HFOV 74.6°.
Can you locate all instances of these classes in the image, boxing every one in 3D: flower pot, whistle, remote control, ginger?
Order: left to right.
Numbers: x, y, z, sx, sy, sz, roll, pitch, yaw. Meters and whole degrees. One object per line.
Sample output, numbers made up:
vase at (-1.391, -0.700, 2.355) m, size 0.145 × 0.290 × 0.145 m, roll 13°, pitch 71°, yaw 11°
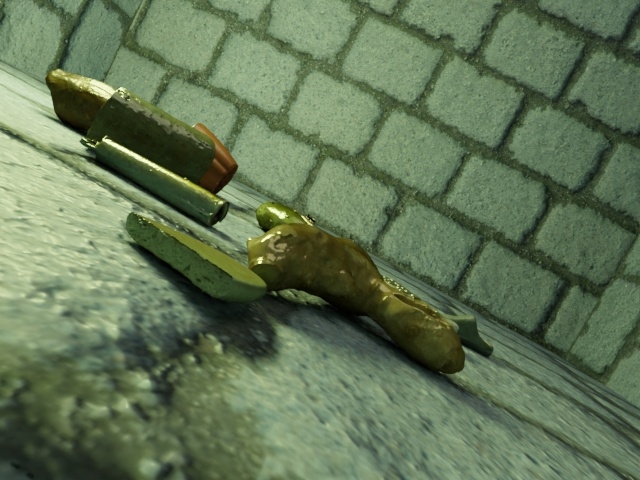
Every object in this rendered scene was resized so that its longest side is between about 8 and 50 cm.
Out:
whistle at (-0.328, -0.124, 0.824) m, size 0.326 × 0.057 × 0.068 m, roll 29°, pitch 4°, yaw 9°
flower pot at (-0.369, -0.245, 1.342) m, size 0.173 × 0.190 × 0.190 m, roll 42°, pitch 4°, yaw -2°
ginger at (0.029, 0.046, 0.694) m, size 0.348 × 0.122 × 0.363 m, roll 36°, pitch 11°, yaw -23°
remote control at (0.197, 0.145, 1.006) m, size 0.103 × 0.056 × 0.277 m, roll 25°, pitch 5°, yaw -31°

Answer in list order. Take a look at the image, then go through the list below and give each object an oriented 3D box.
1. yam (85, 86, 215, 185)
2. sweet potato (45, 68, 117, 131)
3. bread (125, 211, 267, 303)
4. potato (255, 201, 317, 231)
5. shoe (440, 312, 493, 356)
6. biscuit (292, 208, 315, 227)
yam at (-0.406, -0.241, 1.020) m, size 0.268 × 0.161 × 0.161 m, roll 25°, pitch 5°, yaw -34°
sweet potato at (-0.578, -0.339, 1.165) m, size 0.369 × 0.158 × 0.158 m, roll 27°, pitch 4°, yaw -4°
bread at (-0.126, 0.029, 0.467) m, size 0.193 × 0.036 × 0.112 m, roll 27°, pitch -1°, yaw 33°
potato at (-0.099, -0.046, 1.141) m, size 0.117 × 0.090 × 0.225 m, roll 19°, pitch 6°, yaw -42°
shoe at (0.360, 0.217, 1.062) m, size 0.195 × 0.078 × 0.079 m, roll 32°, pitch 5°, yaw -3°
biscuit at (-0.005, 0.003, 1.227) m, size 0.260 × 0.041 × 0.203 m, roll 44°, pitch -11°, yaw 49°
